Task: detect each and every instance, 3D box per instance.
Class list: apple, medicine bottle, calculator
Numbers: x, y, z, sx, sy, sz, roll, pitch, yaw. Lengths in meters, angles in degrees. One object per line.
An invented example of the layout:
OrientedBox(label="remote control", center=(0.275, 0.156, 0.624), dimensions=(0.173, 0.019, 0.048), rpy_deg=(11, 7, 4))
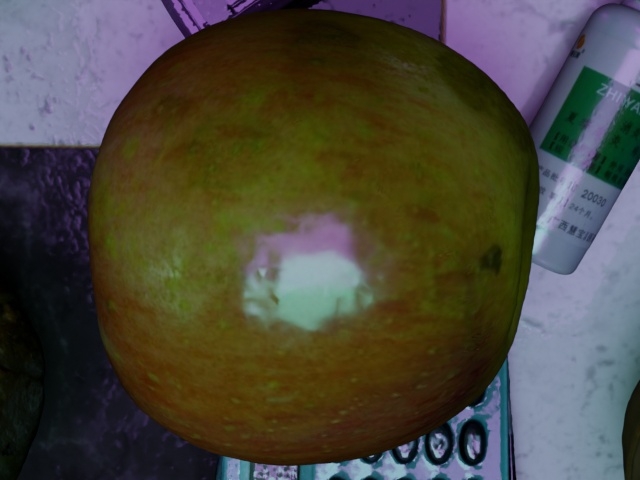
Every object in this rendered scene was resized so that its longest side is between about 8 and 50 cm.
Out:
OrientedBox(label="apple", center=(0.000, 0.000, 0.792), dimensions=(0.339, 0.339, 0.339), rpy_deg=(1, 100, 4))
OrientedBox(label="medicine bottle", center=(0.227, -0.103, 0.883), dimensions=(0.095, 0.095, 0.260), rpy_deg=(26, 101, -1))
OrientedBox(label="calculator", center=(0.039, 0.205, 0.933), dimensions=(0.274, 0.058, 0.248), rpy_deg=(1, 82, 4))

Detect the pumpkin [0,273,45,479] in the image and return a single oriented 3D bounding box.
OrientedBox(label="pumpkin", center=(-0.375, 0.126, 0.865), dimensions=(0.320, 0.192, 0.320), rpy_deg=(11, 61, -21))

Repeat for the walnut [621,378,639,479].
OrientedBox(label="walnut", center=(0.428, 0.186, 0.812), dimensions=(0.398, 0.308, 0.354), rpy_deg=(38, 124, 3))

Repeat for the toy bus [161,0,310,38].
OrientedBox(label="toy bus", center=(-0.039, -0.220, 0.877), dimensions=(0.178, 0.098, 0.087), rpy_deg=(-33, 96, 8))
